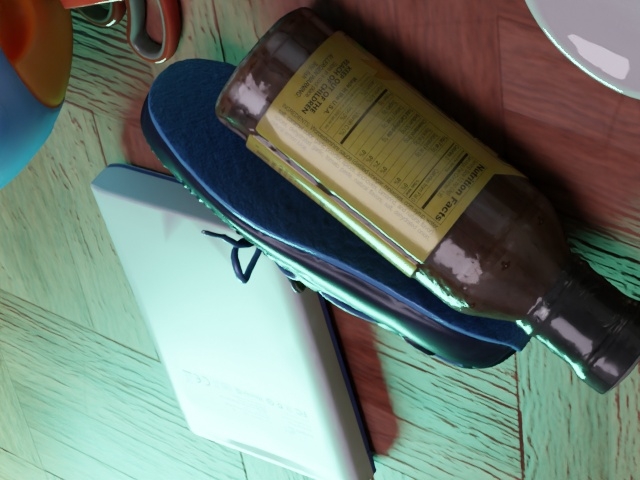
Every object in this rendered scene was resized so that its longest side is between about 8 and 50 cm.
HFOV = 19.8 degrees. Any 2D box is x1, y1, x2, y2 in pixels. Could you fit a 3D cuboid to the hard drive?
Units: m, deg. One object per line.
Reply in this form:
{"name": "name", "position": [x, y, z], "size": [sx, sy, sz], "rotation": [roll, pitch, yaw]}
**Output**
{"name": "hard drive", "position": [-0.074, 0.082, 1.656], "size": [0.210, 0.040, 0.319], "rotation": [16, 140, 33]}

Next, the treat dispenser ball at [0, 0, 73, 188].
{"name": "treat dispenser ball", "position": [-0.334, -0.155, 1.417], "size": [0.288, 0.288, 0.288], "rotation": [27, 145, 21]}

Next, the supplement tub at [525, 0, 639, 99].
{"name": "supplement tub", "position": [0.202, -0.178, 0.920], "size": [0.144, 0.200, 0.144], "rotation": [27, 145, 21]}

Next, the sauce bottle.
{"name": "sauce bottle", "position": [0.086, -0.022, 1.305], "size": [0.344, 0.111, 0.111], "rotation": [40, 147, 2]}

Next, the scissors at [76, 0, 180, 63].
{"name": "scissors", "position": [-0.151, -0.252, 1.368], "size": [0.109, 0.021, 0.297], "rotation": [30, 145, 20]}

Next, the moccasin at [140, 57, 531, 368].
{"name": "moccasin", "position": [0.000, 0.000, 1.399], "size": [0.342, 0.138, 0.117], "rotation": [39, 152, 6]}

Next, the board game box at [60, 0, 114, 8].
{"name": "board game box", "position": [-0.152, -0.314, 1.229], "size": [0.242, 0.064, 0.316], "rotation": [-2, 127, 41]}
